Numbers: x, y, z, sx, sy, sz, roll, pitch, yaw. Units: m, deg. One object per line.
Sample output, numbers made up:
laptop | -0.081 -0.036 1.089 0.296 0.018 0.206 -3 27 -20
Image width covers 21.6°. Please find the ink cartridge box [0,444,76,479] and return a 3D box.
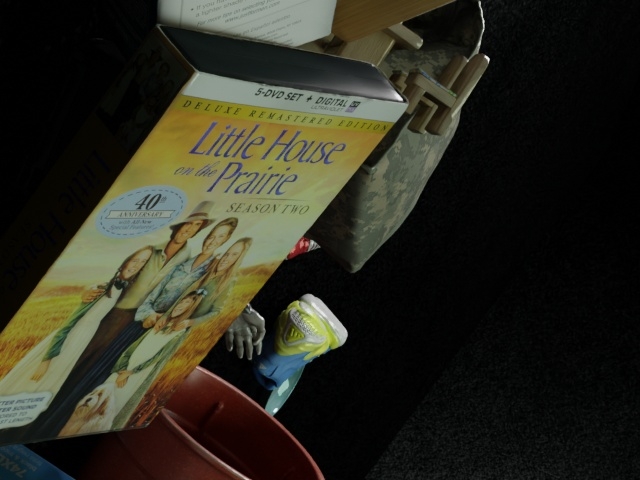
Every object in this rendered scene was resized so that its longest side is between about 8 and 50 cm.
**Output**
ink cartridge box | -0.330 0.356 1.562 0.270 0.197 0.198 -45 161 -45

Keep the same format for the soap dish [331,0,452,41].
soap dish | 0.072 -0.307 1.383 0.291 0.118 0.228 -12 -104 60

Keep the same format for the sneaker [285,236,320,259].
sneaker | 0.000 0.000 2.240 0.118 0.067 0.042 -45 159 -45

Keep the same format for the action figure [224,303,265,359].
action figure | -0.136 0.076 1.742 0.275 0.164 0.141 -48 123 -60

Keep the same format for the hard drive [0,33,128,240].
hard drive | -0.162 -0.077 1.537 0.237 0.064 0.339 -64 164 16

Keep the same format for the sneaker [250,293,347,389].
sneaker | -0.043 0.147 2.409 0.126 0.091 0.240 -42 169 9

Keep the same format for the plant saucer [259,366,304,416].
plant saucer | -0.062 0.219 2.572 0.119 0.021 0.119 -54 166 -21

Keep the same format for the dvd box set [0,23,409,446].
dvd box set | -0.141 0.010 1.412 0.420 0.062 0.308 -50 154 22

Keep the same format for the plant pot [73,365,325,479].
plant pot | -0.179 0.311 1.923 0.265 0.272 0.272 -53 167 10

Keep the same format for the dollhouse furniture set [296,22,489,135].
dollhouse furniture set | 0.053 -0.232 1.677 0.161 0.212 0.242 -57 -168 -1

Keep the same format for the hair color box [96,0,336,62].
hair color box | -0.065 -0.279 1.245 0.174 0.105 0.347 -23 150 -24

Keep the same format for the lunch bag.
lunch bag | 0.075 -0.149 1.990 0.287 0.169 0.235 -47 162 -26
